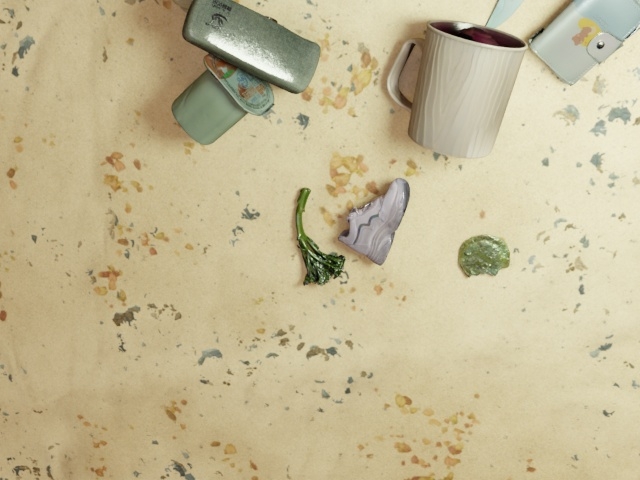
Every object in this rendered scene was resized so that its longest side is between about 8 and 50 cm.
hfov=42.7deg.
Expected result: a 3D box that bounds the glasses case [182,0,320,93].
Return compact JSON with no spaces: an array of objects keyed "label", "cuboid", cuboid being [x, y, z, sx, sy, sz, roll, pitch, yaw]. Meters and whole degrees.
[{"label":"glasses case","cuboid":[-0.156,-0.455,1.885,0.323,0.074,0.131,22,87,-25]}]

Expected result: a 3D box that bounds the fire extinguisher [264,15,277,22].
[{"label":"fire extinguisher","cuboid":[-0.142,-0.471,1.972,0.056,0.039,0.132,22,115,-2]}]

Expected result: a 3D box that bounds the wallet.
[{"label":"wallet","cuboid":[0.588,-0.465,1.801,0.170,0.069,0.231,34,120,-22]}]

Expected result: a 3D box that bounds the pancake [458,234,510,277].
[{"label":"pancake","cuboid":[0.414,0.038,2.073,0.129,0.022,0.116,-5,109,15]}]

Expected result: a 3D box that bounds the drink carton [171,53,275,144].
[{"label":"drink carton","cuboid":[-0.245,-0.336,1.976,0.189,0.185,0.191,-36,102,26]}]

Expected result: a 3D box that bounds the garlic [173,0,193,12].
[{"label":"garlic","cuboid":[-0.295,-0.618,1.892,0.178,0.143,0.229,-16,116,16]}]

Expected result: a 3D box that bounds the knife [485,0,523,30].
[{"label":"knife","cuboid":[0.441,-0.581,1.810,0.063,0.034,0.260,18,121,-3]}]

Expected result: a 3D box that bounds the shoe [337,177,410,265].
[{"label":"shoe","cuboid":[0.136,-0.060,2.054,0.138,0.095,0.245,20,121,1]}]

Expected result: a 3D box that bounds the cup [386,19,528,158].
[{"label":"cup","cuboid":[0.289,-0.350,1.836,0.288,0.208,0.273,13,117,6]}]

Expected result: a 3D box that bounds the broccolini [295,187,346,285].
[{"label":"broccolini","cuboid":[-0.003,-0.008,2.133,0.123,0.062,0.271,-7,108,4]}]
